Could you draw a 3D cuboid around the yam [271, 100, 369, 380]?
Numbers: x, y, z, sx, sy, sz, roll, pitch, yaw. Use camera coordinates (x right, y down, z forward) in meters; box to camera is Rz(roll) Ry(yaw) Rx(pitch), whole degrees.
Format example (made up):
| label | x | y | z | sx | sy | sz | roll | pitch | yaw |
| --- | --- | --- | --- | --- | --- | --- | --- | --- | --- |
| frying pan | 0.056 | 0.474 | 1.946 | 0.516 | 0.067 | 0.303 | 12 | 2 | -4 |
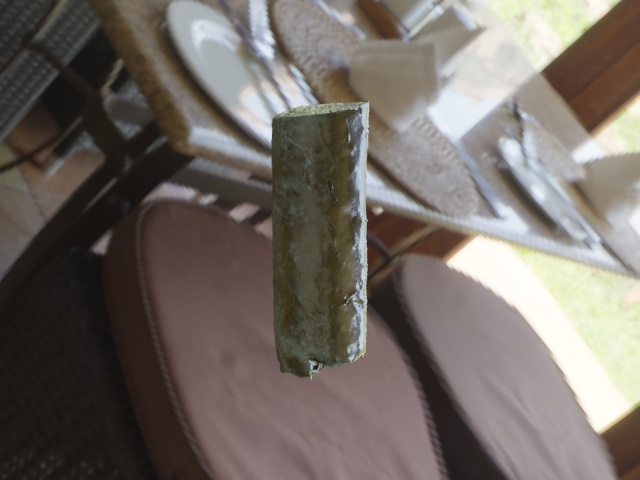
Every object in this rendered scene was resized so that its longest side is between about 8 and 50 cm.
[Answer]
| label | x | y | z | sx | sy | sz | roll | pitch | yaw |
| --- | --- | --- | --- | --- | --- | --- | --- | --- | --- |
| yam | 0.000 | 0.000 | 1.083 | 0.093 | 0.093 | 0.259 | -36 | 128 | -70 |
